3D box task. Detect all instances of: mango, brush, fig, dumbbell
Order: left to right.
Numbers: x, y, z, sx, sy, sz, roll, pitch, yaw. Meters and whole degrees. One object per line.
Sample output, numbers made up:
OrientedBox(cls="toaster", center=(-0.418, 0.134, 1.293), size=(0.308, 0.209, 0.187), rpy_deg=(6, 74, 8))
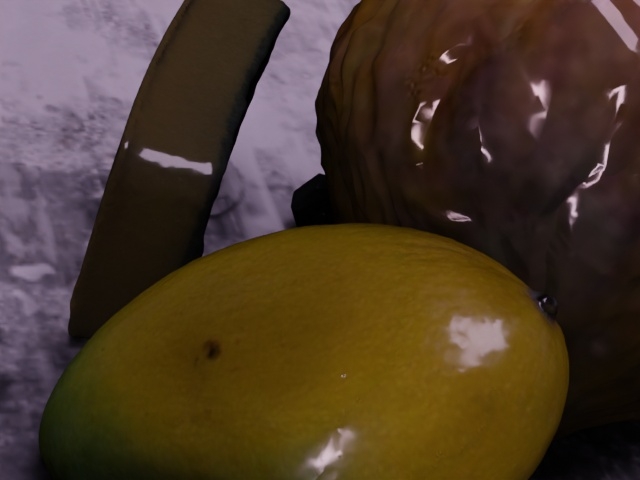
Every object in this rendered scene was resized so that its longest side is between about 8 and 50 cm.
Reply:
OrientedBox(cls="brush", center=(-0.071, -0.044, 0.775), size=(0.059, 0.123, 0.197), rpy_deg=(19, 38, -4))
OrientedBox(cls="mango", center=(-0.013, 0.057, 0.618), size=(0.237, 0.091, 0.137), rpy_deg=(5, 64, 35))
OrientedBox(cls="dumbbell", center=(0.000, 0.000, 0.820), size=(0.040, 0.036, 0.083), rpy_deg=(17, 37, -5))
OrientedBox(cls="fig", center=(0.097, 0.014, 0.729), size=(0.286, 0.286, 0.368), rpy_deg=(27, 69, 12))
